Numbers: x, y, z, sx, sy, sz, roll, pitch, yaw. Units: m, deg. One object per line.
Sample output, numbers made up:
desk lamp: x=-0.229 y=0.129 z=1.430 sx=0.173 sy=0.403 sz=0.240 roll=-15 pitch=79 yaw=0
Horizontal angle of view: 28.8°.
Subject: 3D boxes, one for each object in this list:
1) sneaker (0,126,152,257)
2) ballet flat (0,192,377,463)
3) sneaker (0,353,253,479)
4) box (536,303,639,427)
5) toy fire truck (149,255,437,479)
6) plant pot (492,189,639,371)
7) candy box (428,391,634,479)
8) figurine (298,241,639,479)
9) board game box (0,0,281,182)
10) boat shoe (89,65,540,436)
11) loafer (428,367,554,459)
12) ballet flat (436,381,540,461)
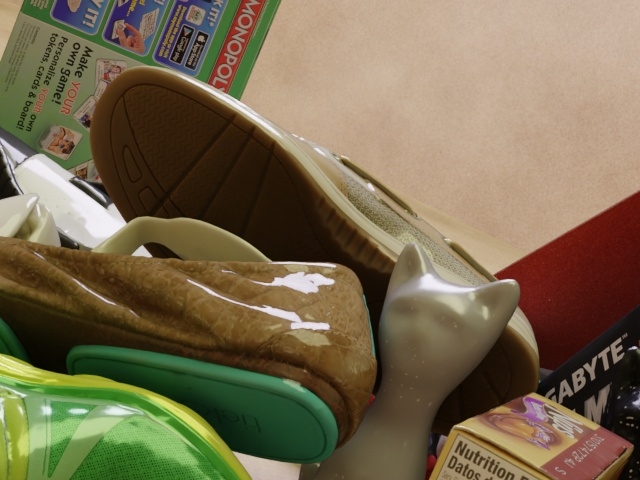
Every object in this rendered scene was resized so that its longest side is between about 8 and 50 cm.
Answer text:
sneaker: x=-0.184 y=0.016 z=0.907 sx=0.330 sy=0.122 sz=0.146 roll=41 pitch=15 yaw=27
ballet flat: x=-0.132 y=0.032 z=0.668 sx=0.342 sy=0.116 sz=0.124 roll=5 pitch=45 yaw=15
sneaker: x=-0.161 y=0.108 z=0.568 sx=0.295 sy=0.109 sz=0.123 roll=27 pitch=38 yaw=-9
box: x=0.313 y=0.083 z=0.687 sx=0.295 sy=0.293 sz=0.073 roll=17 pitch=48 yaw=-22
toy fire truck: x=-0.027 y=0.089 z=0.751 sx=0.135 sy=0.047 sz=0.192 roll=-14 pitch=63 yaw=-45
plant pot: x=0.350 y=0.077 z=1.103 sx=0.267 sy=0.267 sz=0.236 roll=-11 pitch=75 yaw=-37
candy box: x=0.050 y=0.155 z=0.473 sx=0.053 sy=0.187 sz=0.109 roll=28 pitch=10 yaw=21
figurine: x=0.089 y=0.128 z=0.645 sx=0.215 sy=0.209 sz=0.092 roll=27 pitch=10 yaw=22
board game box: x=-0.184 y=-0.141 z=1.141 sx=0.213 sy=0.317 sz=0.046 roll=22 pitch=9 yaw=-12
boat shoe: x=0.000 y=0.000 z=0.741 sx=0.302 sy=0.109 sz=0.098 roll=34 pitch=22 yaw=1
loafer: x=0.138 y=0.166 z=0.918 sx=0.366 sy=0.130 sz=0.134 roll=9 pitch=56 yaw=-32
ballet flat: x=0.121 y=0.150 z=0.778 sx=0.079 sy=0.077 sz=0.222 roll=-15 pitch=65 yaw=-16
